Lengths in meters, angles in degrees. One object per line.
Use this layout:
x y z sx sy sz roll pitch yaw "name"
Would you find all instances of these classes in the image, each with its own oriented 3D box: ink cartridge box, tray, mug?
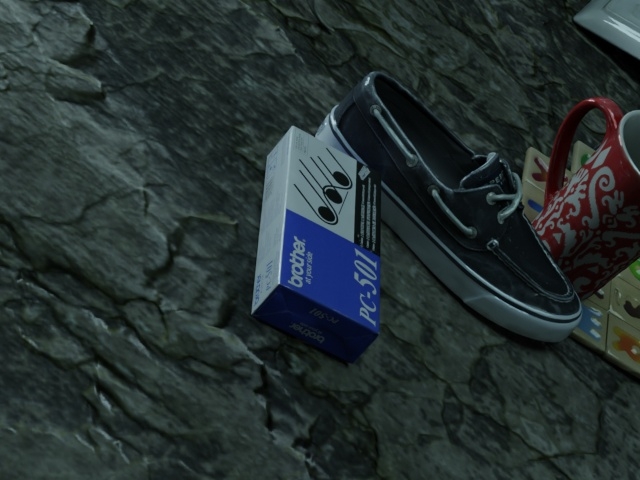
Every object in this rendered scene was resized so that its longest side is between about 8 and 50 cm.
0.000 0.000 1.376 0.097 0.046 0.207 28 37 -19 "ink cartridge box"
0.456 -0.240 2.060 0.270 0.030 0.145 32 33 10 "tray"
0.273 -0.040 1.556 0.113 0.169 0.150 19 44 -24 "mug"

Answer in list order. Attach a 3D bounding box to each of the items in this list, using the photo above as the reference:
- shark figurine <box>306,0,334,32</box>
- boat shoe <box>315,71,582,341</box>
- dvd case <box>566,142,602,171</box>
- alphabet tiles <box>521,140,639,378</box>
0.031 -0.333 1.720 0.166 0.116 0.278 46 32 7 "shark figurine"
0.136 -0.034 1.499 0.301 0.102 0.108 44 35 2 "boat shoe"
0.341 0.002 1.747 0.221 0.018 0.164 48 35 6 "dvd case"
0.343 0.043 1.677 0.342 0.011 0.285 31 41 -13 "alphabet tiles"
